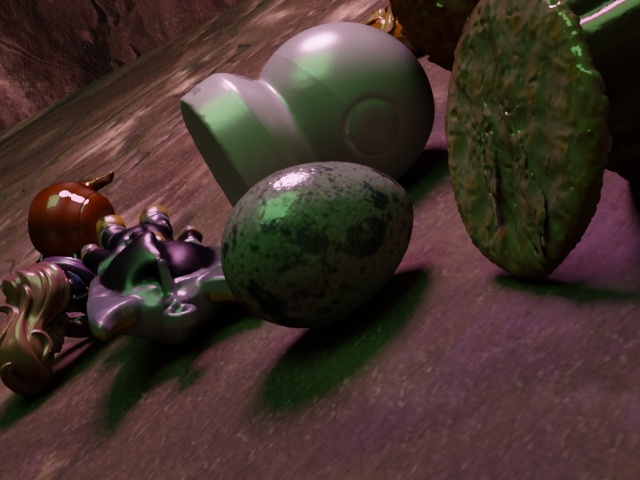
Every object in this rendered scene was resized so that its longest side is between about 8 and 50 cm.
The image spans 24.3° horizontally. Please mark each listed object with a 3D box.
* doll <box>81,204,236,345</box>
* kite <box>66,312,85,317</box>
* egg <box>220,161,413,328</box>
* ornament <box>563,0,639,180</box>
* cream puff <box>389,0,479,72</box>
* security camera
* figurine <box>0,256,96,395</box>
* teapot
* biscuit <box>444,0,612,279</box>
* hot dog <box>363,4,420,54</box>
[{"bbox_3d":[-0.166,0.033,1.456,0.145,0.103,0.316,10,15,-19],"label":"doll"},{"bbox_3d":[-0.356,0.106,1.777,0.360,0.022,0.204,-25,17,8],"label":"kite"},{"bbox_3d":[0.000,0.000,1.220,0.172,0.132,0.132,-25,12,-21],"label":"egg"},{"bbox_3d":[0.282,-0.170,1.108,0.218,0.235,0.221,-28,-9,23],"label":"ornament"},{"bbox_3d":[0.212,-0.260,1.442,0.303,0.212,0.303,-10,-9,-2],"label":"cream puff"},{"bbox_3d":[-0.001,-0.122,1.501,0.236,0.194,0.194,-32,15,-11],"label":"security camera"},{"bbox_3d":[-0.296,0.085,1.553,0.126,0.114,0.157,-28,14,50],"label":"figurine"},{"bbox_3d":[-0.318,-0.018,1.952,0.116,0.116,0.173,-16,49,45],"label":"teapot"},{"bbox_3d":[0.143,-0.080,1.070,0.033,0.219,0.220,-5,5,-23],"label":"biscuit"},{"bbox_3d":[0.137,-0.297,1.984,0.269,0.072,0.109,-18,23,44],"label":"hot dog"}]
